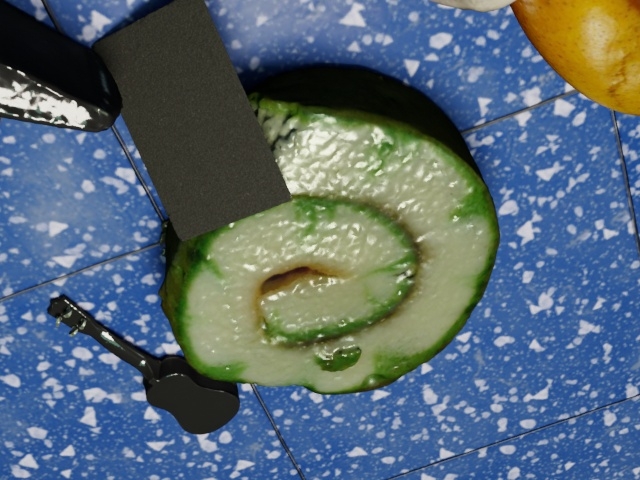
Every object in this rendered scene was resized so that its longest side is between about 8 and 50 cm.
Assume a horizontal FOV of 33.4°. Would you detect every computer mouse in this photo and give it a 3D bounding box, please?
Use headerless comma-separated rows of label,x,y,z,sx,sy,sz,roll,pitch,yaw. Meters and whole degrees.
computer mouse,-0.314,-0.163,0.927,0.295,0.168,0.087,25,111,-28

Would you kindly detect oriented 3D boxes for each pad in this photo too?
pad,-0.124,-0.113,1.013,0.143,0.003,0.211,-19,99,30

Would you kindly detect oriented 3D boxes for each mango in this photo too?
mango,0.293,-0.235,0.991,0.199,0.201,0.350,3,151,43

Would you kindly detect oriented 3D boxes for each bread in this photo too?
bread,0.000,0.000,1.131,0.366,0.129,0.382,-19,126,5

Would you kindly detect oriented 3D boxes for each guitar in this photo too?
guitar,-0.209,0.147,1.259,0.084,0.038,0.271,-41,122,18

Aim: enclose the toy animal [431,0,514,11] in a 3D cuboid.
toy animal,0.130,-0.375,0.835,0.344,0.303,0.194,-39,132,-11
